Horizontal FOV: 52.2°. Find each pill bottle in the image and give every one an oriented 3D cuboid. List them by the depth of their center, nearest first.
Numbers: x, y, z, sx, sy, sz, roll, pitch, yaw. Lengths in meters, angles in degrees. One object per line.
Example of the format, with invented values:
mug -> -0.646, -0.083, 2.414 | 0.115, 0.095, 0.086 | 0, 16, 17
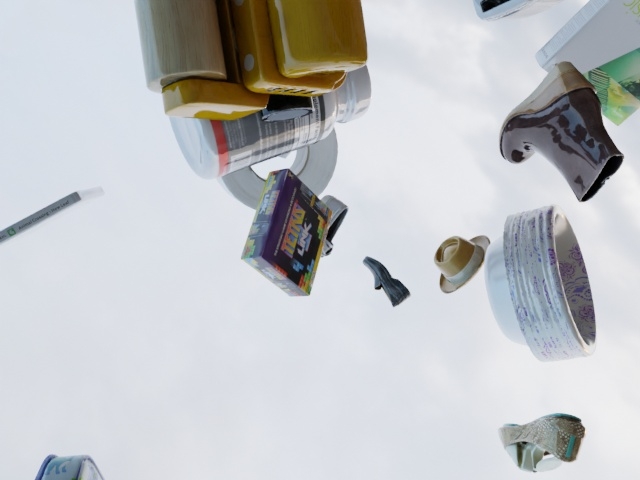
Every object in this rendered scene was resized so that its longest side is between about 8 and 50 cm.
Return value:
pill bottle -> -0.098, -0.269, 1.270 | 0.362, 0.210, 0.210 | -23, -105, -22

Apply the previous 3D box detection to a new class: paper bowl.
paper bowl -> 0.406, 0.085, 1.224 | 0.284, 0.148, 0.285 | 32, -129, -51

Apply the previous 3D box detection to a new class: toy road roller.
toy road roller -> -0.081, -0.304, 0.966 | 0.329, 0.240, 0.203 | -8, -91, -46

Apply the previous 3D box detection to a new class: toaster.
toaster -> 0.437, -0.565, 1.454 | 0.146, 0.226, 0.129 | -20, -82, -38

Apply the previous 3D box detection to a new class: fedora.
fedora -> 0.341, 0.043, 1.643 | 0.079, 0.194, 0.194 | 37, -134, -11

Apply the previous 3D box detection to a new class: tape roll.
tape roll -> -0.108, -0.204, 1.473 | 0.285, 0.100, 0.287 | -3, -79, -18

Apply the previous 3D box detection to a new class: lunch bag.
lunch bag -> -0.397, 0.459, 1.050 | 0.090, 0.219, 0.176 | -3, -139, 5

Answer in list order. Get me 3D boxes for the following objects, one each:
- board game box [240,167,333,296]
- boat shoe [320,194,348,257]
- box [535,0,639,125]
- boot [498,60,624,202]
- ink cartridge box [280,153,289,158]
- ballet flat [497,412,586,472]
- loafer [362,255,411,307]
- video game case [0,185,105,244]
board game box -> -0.051, -0.012, 1.098 | 0.141, 0.048, 0.171 | 42, -127, -44
boat shoe -> 0.000, 0.000, 1.329 | 0.063, 0.184, 0.066 | 28, 178, 27
box -> 0.598, -0.388, 1.204 | 0.232, 0.322, 0.059 | 27, -142, -23
boot -> 0.392, -0.148, 1.098 | 0.090, 0.248, 0.207 | -5, -119, -14
ink cartridge box -> -0.069, -0.327, 1.727 | 0.045, 0.145, 0.180 | 17, -121, -23
ballet flat -> 0.294, 0.285, 0.903 | 0.073, 0.206, 0.067 | 17, -113, 2
loafer -> 0.165, 0.108, 1.756 | 0.061, 0.062, 0.170 | -42, -122, -7
video game case -> -0.521, -0.047, 1.244 | 0.193, 0.212, 0.023 | -29, -80, -3
